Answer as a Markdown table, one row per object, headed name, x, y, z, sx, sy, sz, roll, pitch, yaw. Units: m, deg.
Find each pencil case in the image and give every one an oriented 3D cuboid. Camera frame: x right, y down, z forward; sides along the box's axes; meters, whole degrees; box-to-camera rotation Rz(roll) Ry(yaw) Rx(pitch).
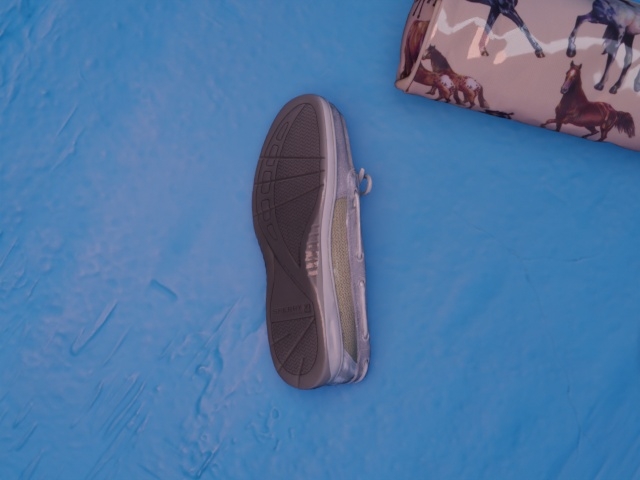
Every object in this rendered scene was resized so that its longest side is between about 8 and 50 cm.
| name | x | y | z | sx | sy | sz | roll | pitch | yaw |
| --- | --- | --- | --- | --- | --- | --- | --- | --- | --- |
| pencil case | 0.295 | -0.201 | 1.646 | 0.410 | 0.160 | 0.184 | 15 | 102 | 0 |

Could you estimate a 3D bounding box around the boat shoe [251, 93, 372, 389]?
| name | x | y | z | sx | sy | sz | roll | pitch | yaw |
| --- | --- | --- | --- | --- | --- | --- | --- | --- | --- |
| boat shoe | 0.002 | 0.001 | 1.669 | 0.118 | 0.103 | 0.320 | -9 | 83 | 44 |
